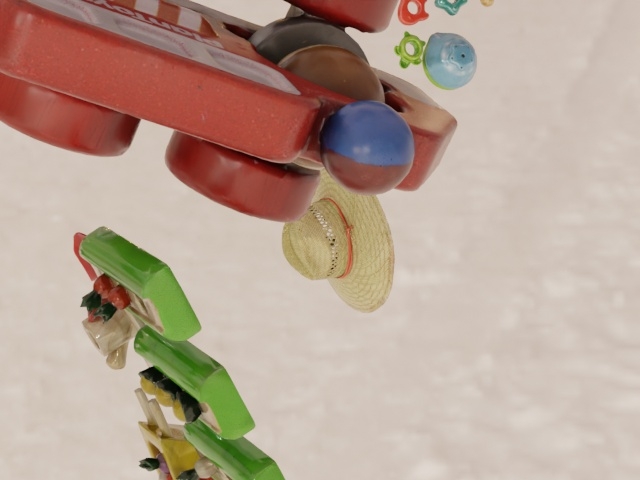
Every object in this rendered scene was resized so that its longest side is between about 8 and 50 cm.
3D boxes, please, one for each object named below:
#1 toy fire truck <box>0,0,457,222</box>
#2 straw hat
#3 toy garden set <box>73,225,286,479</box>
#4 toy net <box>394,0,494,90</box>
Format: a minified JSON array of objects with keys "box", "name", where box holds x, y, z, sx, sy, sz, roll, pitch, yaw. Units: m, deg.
[{"box":[-0.056,-0.095,0.959,0.302,0.169,0.254,19,15,-21],"name":"toy fire truck"},{"box":[0.000,0.000,1.447,0.061,0.144,0.144,-14,19,-30],"name":"straw hat"},{"box":[-0.093,0.105,1.005,0.049,0.244,0.204,-33,24,-16],"name":"toy garden set"},{"box":[0.149,-0.301,1.985,0.122,0.232,0.045,14,-10,-20],"name":"toy net"}]
